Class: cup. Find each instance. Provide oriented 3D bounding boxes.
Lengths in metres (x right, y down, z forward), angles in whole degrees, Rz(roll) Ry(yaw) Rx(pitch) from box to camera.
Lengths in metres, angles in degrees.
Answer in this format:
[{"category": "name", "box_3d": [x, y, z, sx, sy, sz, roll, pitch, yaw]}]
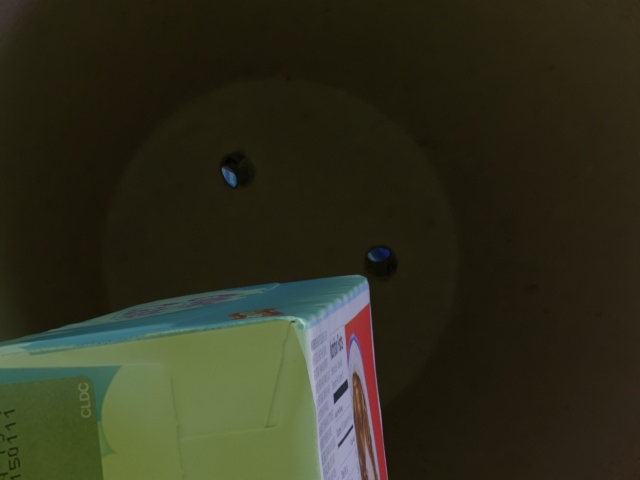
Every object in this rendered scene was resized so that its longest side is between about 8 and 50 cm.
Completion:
[{"category": "cup", "box_3d": [0.000, 0.000, 0.811, 0.331, 0.331, 0.237, 49, -9, -4]}]

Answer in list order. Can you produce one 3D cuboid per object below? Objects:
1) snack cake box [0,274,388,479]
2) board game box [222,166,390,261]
[{"category": "snack cake box", "box_3d": [-0.027, 0.092, 0.540, 0.264, 0.089, 0.152, -4, 86, -86]}, {"category": "board game box", "box_3d": [-0.070, -0.007, 1.100, 0.233, 0.078, 0.347, 27, 6, -6]}]
